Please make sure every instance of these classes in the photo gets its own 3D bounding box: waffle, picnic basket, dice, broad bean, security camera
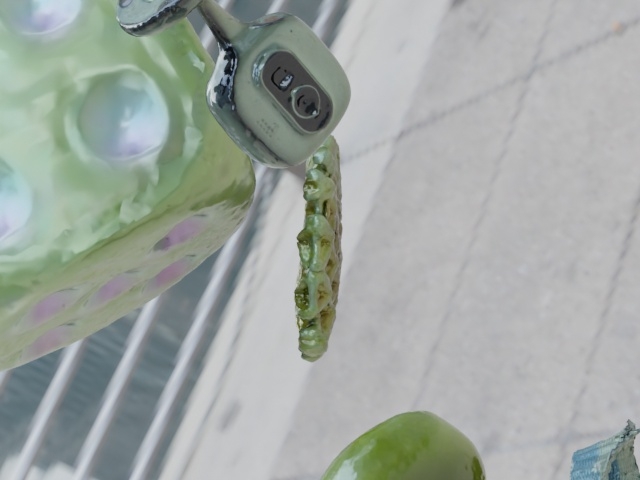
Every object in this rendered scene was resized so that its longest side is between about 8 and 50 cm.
[{"bbox_3d":[0.000,0.000,1.278,0.183,0.036,0.169,-86,-1,-76],"label":"waffle"},{"bbox_3d":[0.216,0.160,1.159,0.083,0.065,0.083,-7,12,28],"label":"picnic basket"},{"bbox_3d":[-0.211,-0.066,1.198,0.249,0.252,0.254,-30,-9,-15],"label":"dice"},{"bbox_3d":[0.037,0.192,1.084,0.082,0.124,0.174,4,56,44],"label":"broad bean"},{"bbox_3d":[-0.025,-0.069,0.605,0.058,0.092,0.058,-33,34,26],"label":"security camera"}]
